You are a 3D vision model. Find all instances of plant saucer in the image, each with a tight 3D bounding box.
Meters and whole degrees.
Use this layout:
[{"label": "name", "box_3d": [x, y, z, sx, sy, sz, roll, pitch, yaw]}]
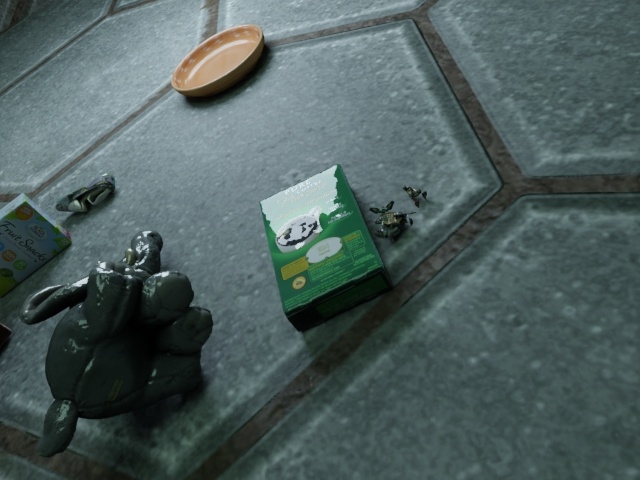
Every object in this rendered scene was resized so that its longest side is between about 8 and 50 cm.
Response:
[{"label": "plant saucer", "box_3d": [-0.191, -0.338, 1.019, 0.200, 0.037, 0.200, -17, 44, 18]}]

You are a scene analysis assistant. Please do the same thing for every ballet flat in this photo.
[{"label": "ballet flat", "box_3d": [-0.395, -0.071, 0.899, 0.114, 0.041, 0.041, -30, 42, 5]}]

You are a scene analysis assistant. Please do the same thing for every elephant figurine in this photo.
[{"label": "elephant figurine", "box_3d": [-0.232, 0.087, 0.595, 0.239, 0.186, 0.169, 16, 104, 51]}]

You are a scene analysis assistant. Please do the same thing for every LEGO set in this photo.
[{"label": "LEGO set", "box_3d": [0.085, -0.026, 0.583, 0.083, 0.023, 0.054, -31, 43, -17]}]

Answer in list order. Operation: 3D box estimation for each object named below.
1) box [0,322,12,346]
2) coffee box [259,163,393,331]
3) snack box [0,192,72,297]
[{"label": "box", "box_3d": [-0.650, 0.141, 0.785, 0.381, 0.143, 0.191, 6, 56, 37]}, {"label": "coffee box", "box_3d": [0.000, 0.000, 0.591, 0.113, 0.040, 0.184, -27, 43, 6]}, {"label": "snack box", "box_3d": [-0.480, 0.009, 0.828, 0.141, 0.100, 0.037, -40, 43, -7]}]
